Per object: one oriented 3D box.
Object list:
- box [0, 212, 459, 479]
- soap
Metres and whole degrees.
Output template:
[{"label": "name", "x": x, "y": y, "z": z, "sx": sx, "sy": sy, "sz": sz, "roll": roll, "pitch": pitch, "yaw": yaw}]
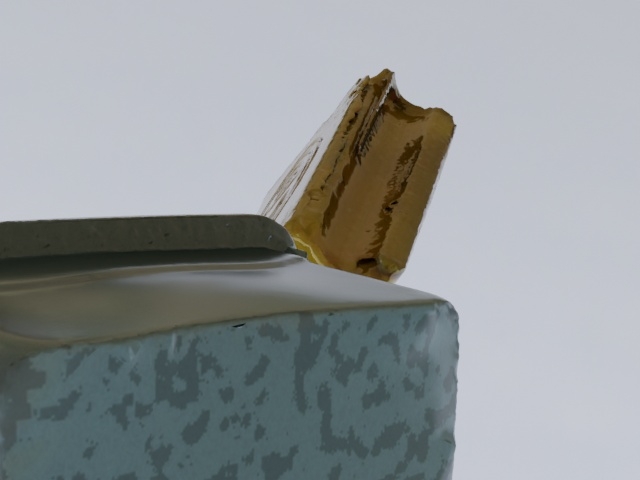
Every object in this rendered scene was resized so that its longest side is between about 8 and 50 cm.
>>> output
[{"label": "box", "x": -0.062, "y": 0.077, "z": 0.512, "sx": 0.130, "sy": 0.162, "sz": 0.227, "roll": 9, "pitch": -172, "yaw": 43}, {"label": "soap", "x": 0.000, "y": 0.000, "z": 1.340, "sx": 0.096, "sy": 0.204, "sz": 0.324, "roll": 36, "pitch": -151, "yaw": -7}]
